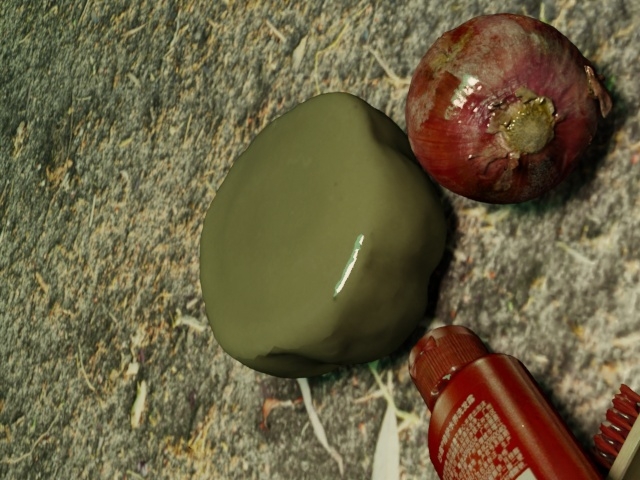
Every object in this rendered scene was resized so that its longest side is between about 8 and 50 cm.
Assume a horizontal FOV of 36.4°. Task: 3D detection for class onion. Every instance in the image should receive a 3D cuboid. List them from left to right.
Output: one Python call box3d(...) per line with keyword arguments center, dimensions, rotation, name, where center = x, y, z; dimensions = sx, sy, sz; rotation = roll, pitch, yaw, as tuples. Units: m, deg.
box3d(center=(0.140, -0.115, 0.823), dimensions=(0.160, 0.159, 0.195), rotation=(-65, 19, 10), name="onion")

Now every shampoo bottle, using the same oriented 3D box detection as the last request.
box3d(center=(0.143, 0.175, 0.710), dimensions=(0.314, 0.076, 0.118), rotation=(-116, 41, -59), name="shampoo bottle")

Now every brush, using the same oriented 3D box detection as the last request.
box3d(center=(0.256, 0.091, 0.699), dimensions=(0.050, 0.060, 0.321), rotation=(39, 107, 56), name="brush")

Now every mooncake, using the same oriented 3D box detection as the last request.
box3d(center=(0.000, 0.000, 0.938), dimensions=(0.275, 0.135, 0.275), rotation=(-20, 61, 41), name="mooncake")
